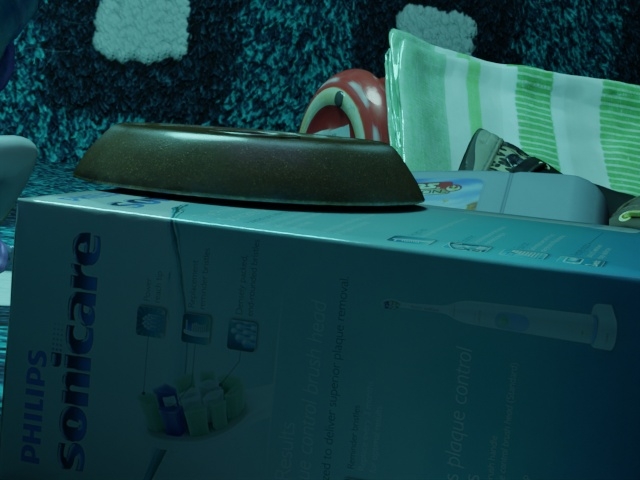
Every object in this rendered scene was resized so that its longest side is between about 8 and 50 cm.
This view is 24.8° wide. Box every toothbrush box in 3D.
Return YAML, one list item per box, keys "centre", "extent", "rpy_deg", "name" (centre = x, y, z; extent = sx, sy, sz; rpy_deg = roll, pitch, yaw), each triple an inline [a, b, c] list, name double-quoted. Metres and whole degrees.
- centre: [0.039, 0.050, 0.649]
  extent: [0.296, 0.126, 0.216]
  rpy_deg: [8, 7, 15]
  name: "toothbrush box"

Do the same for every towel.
- centre: [0.215, -0.064, 1.247]
  extent: [0.325, 0.038, 0.248]
  rpy_deg: [11, 47, -15]
  name: "towel"

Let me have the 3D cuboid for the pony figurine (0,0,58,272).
- centre: [-0.262, -0.048, 0.596]
  extent: [0.351, 0.302, 0.363]
  rpy_deg: [-17, -9, -27]
  name: "pony figurine"

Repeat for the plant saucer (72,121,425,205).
- centre: [-0.033, -0.038, 0.696]
  extent: [0.168, 0.029, 0.168]
  rpy_deg: [4, 7, -1]
  name: "plant saucer"

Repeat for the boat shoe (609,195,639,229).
- centre: [0.319, 0.051, 0.936]
  extent: [0.097, 0.116, 0.324]
  rpy_deg: [-32, 46, -20]
  name: "boat shoe"

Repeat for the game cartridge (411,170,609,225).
- centre: [0.026, 0.014, 0.901]
  extent: [0.297, 0.062, 0.198]
  rpy_deg: [-2, 27, 14]
  name: "game cartridge"

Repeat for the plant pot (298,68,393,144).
- centre: [0.081, -0.065, 1.346]
  extent: [0.174, 0.191, 0.191]
  rpy_deg: [0, 8, -29]
  name: "plant pot"

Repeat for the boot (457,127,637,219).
- centre: [0.173, 0.013, 1.061]
  extent: [0.179, 0.085, 0.236]
  rpy_deg: [19, 36, 2]
  name: "boot"
